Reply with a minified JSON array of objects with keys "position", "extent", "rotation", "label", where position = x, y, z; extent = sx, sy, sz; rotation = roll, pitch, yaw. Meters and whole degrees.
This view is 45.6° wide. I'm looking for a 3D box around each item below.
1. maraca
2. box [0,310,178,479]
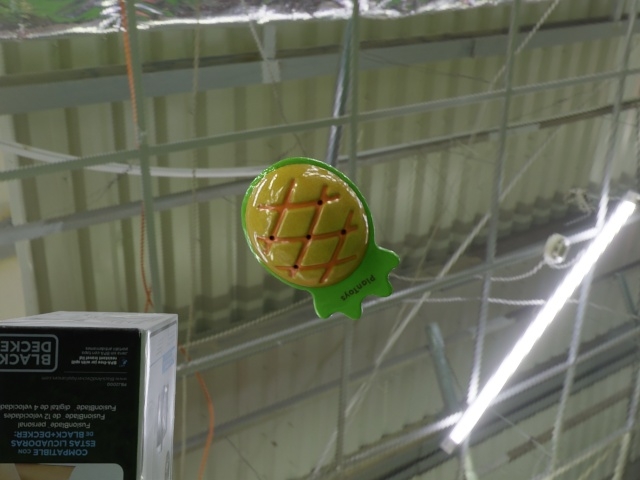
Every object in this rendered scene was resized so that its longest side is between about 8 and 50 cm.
[{"position":[0.000,0.000,0.785],"extent":[0.127,0.099,0.185],"rotation":[-37,-77,11],"label":"maraca"},{"position":[-0.143,0.191,0.463],"extent":[0.087,0.169,0.290],"rotation":[2,-94,-5],"label":"box"}]
